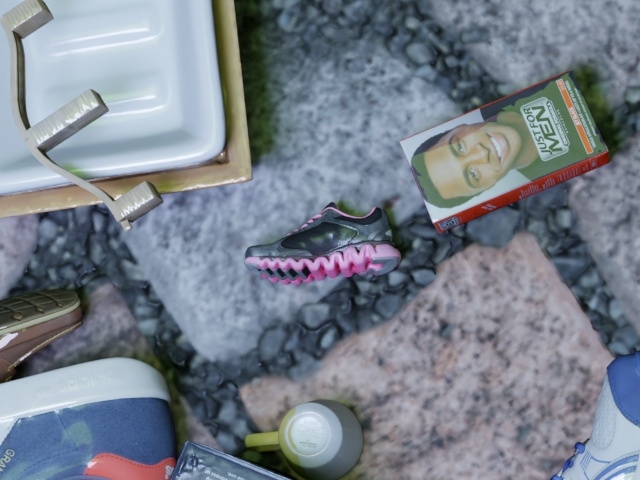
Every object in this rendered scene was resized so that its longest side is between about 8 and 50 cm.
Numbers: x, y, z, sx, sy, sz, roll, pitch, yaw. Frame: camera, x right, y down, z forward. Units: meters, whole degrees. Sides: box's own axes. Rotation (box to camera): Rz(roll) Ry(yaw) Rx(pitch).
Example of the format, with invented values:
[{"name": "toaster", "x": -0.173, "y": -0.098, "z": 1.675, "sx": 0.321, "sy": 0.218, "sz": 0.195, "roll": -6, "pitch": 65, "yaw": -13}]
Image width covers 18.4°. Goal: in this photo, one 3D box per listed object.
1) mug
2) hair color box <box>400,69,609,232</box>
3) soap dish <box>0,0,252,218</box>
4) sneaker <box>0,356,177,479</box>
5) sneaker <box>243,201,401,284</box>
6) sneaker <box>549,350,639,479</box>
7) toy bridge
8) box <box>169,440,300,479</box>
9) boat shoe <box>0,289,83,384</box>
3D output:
[{"name": "mug", "x": -0.010, "y": 0.150, "z": 1.462, "sx": 0.078, "sy": 0.064, "sz": 0.062, "roll": -37, "pitch": 76, "yaw": 2}, {"name": "hair color box", "x": 0.139, "y": -0.067, "z": 1.489, "sx": 0.141, "sy": 0.043, "sz": 0.072, "roll": -23, "pitch": 77, "yaw": 5}, {"name": "soap dish", "x": -0.173, "y": -0.164, "z": 1.523, "sx": 0.229, "sy": 0.118, "sz": 0.290, "roll": -8, "pitch": 78, "yaw": 8}, {"name": "sneaker", "x": -0.273, "y": 0.198, "z": 1.463, "sx": 0.350, "sy": 0.131, "sz": 0.148, "roll": -15, "pitch": 73, "yaw": 6}, {"name": "sneaker", "x": 0.000, "y": 0.000, "z": 1.503, "sx": 0.119, "sy": 0.047, "sz": 0.057, "roll": -5, "pitch": 72, "yaw": 1}, {"name": "sneaker", "x": 0.168, "y": 0.214, "z": 1.396, "sx": 0.131, "sy": 0.112, "sz": 0.296, "roll": 13, "pitch": 81, "yaw": 12}, {"name": "toy bridge", "x": -0.185, "y": -0.085, "z": 1.435, "sx": 0.063, "sy": 0.026, "sz": 0.188, "roll": -32, "pitch": 76, "yaw": 5}, {"name": "box", "x": -0.072, "y": 0.260, "z": 1.407, "sx": 0.108, "sy": 0.153, "sz": 0.207, "roll": 21, "pitch": 84, "yaw": 12}, {"name": "boat shoe", "x": -0.262, "y": 0.091, "z": 1.525, "sx": 0.178, "sy": 0.064, "sz": 0.060, "roll": -24, "pitch": 109, "yaw": -2}]
